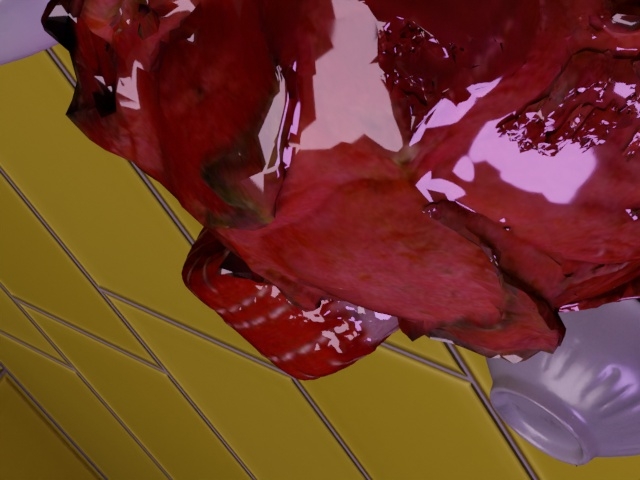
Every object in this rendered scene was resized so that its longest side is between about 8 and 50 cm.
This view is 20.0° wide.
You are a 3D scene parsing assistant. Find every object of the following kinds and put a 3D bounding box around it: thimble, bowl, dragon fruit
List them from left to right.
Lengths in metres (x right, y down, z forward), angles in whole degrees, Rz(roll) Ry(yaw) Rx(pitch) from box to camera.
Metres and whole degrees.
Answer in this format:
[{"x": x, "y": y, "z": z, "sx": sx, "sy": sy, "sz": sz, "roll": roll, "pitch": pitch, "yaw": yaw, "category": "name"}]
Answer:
[{"x": 0.000, "y": 0.002, "z": 1.236, "sx": 0.125, "sy": 0.163, "sz": 0.189, "roll": 42, "pitch": 161, "yaw": -13, "category": "thimble"}, {"x": 0.042, "y": -0.109, "z": 0.711, "sx": 0.301, "sy": 0.295, "sz": 0.295, "roll": 33, "pitch": 160, "yaw": 10, "category": "dragon fruit"}, {"x": 0.174, "y": 0.098, "z": 1.252, "sx": 0.189, "sy": 0.086, "sz": 0.189, "roll": 34, "pitch": 161, "yaw": 14, "category": "bowl"}]

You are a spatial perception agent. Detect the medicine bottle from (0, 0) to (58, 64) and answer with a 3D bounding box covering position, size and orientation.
[{"x": -0.205, "y": -0.268, "z": 0.856, "sx": 0.256, "sy": 0.256, "sz": 0.325, "roll": 17, "pitch": 153, "yaw": 47, "category": "medicine bottle"}]
